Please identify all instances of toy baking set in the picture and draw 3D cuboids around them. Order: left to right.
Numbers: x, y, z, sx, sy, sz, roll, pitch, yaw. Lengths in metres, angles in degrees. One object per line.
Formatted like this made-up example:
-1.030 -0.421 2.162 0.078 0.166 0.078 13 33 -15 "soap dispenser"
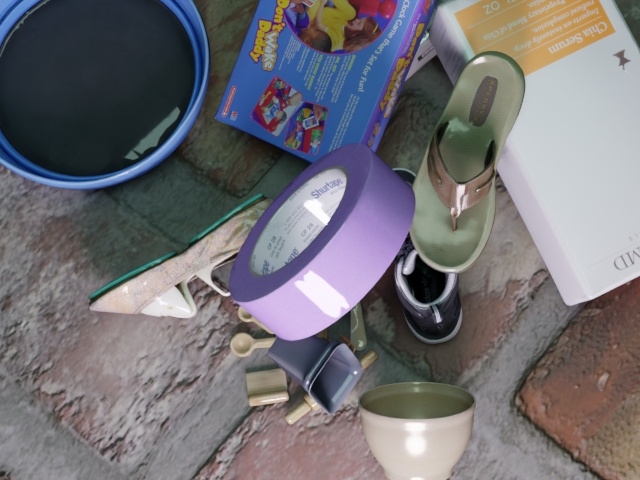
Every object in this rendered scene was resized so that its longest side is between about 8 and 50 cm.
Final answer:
-0.015 0.138 1.884 0.256 0.030 0.197 -33 75 -4 "toy baking set"

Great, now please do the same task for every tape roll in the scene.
0.000 0.000 1.754 0.090 0.275 0.275 41 81 -22 "tape roll"

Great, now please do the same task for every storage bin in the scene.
-0.008 0.166 1.797 0.091 0.135 0.098 31 79 25 "storage bin"

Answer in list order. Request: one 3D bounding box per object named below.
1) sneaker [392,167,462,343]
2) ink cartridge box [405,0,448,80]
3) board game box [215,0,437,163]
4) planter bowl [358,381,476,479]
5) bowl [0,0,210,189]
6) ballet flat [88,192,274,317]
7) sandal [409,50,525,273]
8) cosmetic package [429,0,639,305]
0.141 0.006 1.841 0.101 0.153 0.268 -15 74 1 "sneaker"
0.128 -0.347 1.971 0.203 0.086 0.148 -40 77 -5 "ink cartridge box"
0.017 -0.292 1.890 0.233 0.078 0.347 27 103 18 "board game box"
0.134 0.270 1.782 0.162 0.162 0.109 -1 101 5 "planter bowl"
-0.359 -0.262 2.000 0.391 0.077 0.391 -1 75 5 "bowl"
-0.184 0.049 1.890 0.316 0.107 0.106 -31 88 -3 "ballet flat"
0.186 -0.106 1.719 0.120 0.086 0.303 15 97 14 "sandal"
0.357 -0.161 1.823 0.230 0.161 0.453 -27 85 -3 "cosmetic package"
